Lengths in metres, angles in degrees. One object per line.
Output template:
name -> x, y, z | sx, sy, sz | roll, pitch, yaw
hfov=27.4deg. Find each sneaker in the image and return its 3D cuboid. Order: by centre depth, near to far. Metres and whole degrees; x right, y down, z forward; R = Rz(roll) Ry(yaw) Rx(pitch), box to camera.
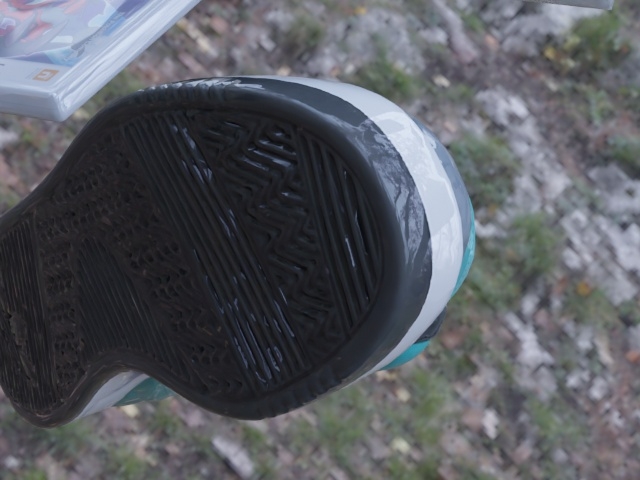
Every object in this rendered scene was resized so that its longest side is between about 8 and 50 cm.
sneaker -> 0.000, 0.000, 0.487 | 0.178, 0.295, 0.124 | -18, 91, -33

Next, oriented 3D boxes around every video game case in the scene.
video game case -> -0.171, -0.143, 0.804 | 0.183, 0.201, 0.023 | 11, -49, 28

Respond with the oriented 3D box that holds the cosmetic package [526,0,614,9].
cosmetic package -> 0.030, -0.272, 0.481 | 0.197, 0.155, 0.365 | 8, -34, 19
